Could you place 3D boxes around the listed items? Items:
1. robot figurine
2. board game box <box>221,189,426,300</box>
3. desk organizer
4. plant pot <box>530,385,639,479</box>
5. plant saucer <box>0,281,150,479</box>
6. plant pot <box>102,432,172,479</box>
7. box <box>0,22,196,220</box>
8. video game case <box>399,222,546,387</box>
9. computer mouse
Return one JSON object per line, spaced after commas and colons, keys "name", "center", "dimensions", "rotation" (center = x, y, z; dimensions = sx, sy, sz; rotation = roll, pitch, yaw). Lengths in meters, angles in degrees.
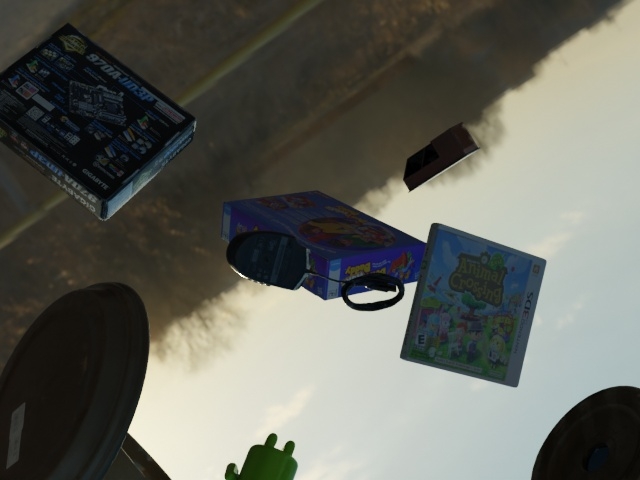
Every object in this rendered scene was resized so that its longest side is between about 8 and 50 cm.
{"name": "robot figurine", "center": [-0.069, 0.299, 1.395], "dimensions": [0.067, 0.101, 0.115], "rotation": [122, -10, -64]}
{"name": "board game box", "center": [0.000, 0.000, 2.144], "dimensions": [0.233, 0.078, 0.347], "rotation": [-9, -156, -35]}
{"name": "desk organizer", "center": [0.182, -0.131, 1.767], "dimensions": [0.130, 0.050, 0.047], "rotation": [-33, 177, 41]}
{"name": "plant pot", "center": [0.404, 0.325, 1.308], "dimensions": [0.323, 0.280, 0.323], "rotation": [-44, -159, 21]}
{"name": "plant saucer", "center": [-0.273, 0.165, 1.155], "dimensions": [0.278, 0.041, 0.278], "rotation": [-32, -137, 36]}
{"name": "plant pot", "center": [-0.341, 0.450, 1.854], "dimensions": [0.191, 0.284, 0.284], "rotation": [-42, -175, -8]}
{"name": "box", "center": [-0.294, -0.152, 1.399], "dimensions": [0.175, 0.220, 0.051], "rotation": [-48, 171, -33]}
{"name": "video game case", "center": [0.219, 0.094, 1.582], "dimensions": [0.023, 0.212, 0.193], "rotation": [6, -100, 58]}
{"name": "computer mouse", "center": [-0.006, 0.040, 1.449], "dimensions": [0.041, 0.242, 0.071], "rotation": [-159, -93, -76]}
